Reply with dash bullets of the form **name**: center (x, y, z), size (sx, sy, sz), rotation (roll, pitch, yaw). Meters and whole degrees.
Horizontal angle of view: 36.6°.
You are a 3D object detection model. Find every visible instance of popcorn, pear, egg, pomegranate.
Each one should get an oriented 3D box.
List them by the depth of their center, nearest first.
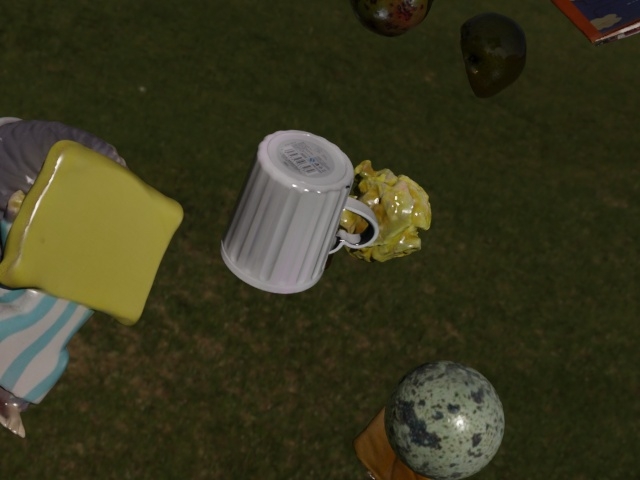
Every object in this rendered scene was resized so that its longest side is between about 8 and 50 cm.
- **egg**: center (0.136, 0.201, 1.090), size (0.132, 0.132, 0.172), rotation (20, -7, -2)
- **pomegranate**: center (0.090, -0.338, 1.311), size (0.130, 0.130, 0.130), rotation (16, 28, -9)
- **pear**: center (0.296, -0.314, 1.625), size (0.104, 0.141, 0.141), rotation (-10, 17, 24)
- **popcorn**: center (0.118, -0.050, 1.859), size (0.188, 0.185, 0.167), rotation (13, 20, -7)

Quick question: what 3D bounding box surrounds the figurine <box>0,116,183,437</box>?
- **figurine**: center (-0.426, 0.011, 1.250), size (0.378, 0.266, 0.361), rotation (15, 63, 36)

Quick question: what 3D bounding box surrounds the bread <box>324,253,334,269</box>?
- **bread**: center (0.000, 0.000, 2.121), size (0.054, 0.074, 0.132), rotation (9, 53, -9)

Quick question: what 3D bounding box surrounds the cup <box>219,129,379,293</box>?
- **cup**: center (-0.028, -0.052, 1.470), size (0.221, 0.202, 0.167), rotation (-18, 53, -38)

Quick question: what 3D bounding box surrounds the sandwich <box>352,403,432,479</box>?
- **sandwich**: center (0.197, 0.460, 2.038), size (0.245, 0.212, 0.063), rotation (46, 39, 16)

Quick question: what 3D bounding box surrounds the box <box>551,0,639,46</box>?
- **box**: center (0.386, -0.475, 1.150), size (0.257, 0.319, 0.348), rotation (15, 56, -59)
